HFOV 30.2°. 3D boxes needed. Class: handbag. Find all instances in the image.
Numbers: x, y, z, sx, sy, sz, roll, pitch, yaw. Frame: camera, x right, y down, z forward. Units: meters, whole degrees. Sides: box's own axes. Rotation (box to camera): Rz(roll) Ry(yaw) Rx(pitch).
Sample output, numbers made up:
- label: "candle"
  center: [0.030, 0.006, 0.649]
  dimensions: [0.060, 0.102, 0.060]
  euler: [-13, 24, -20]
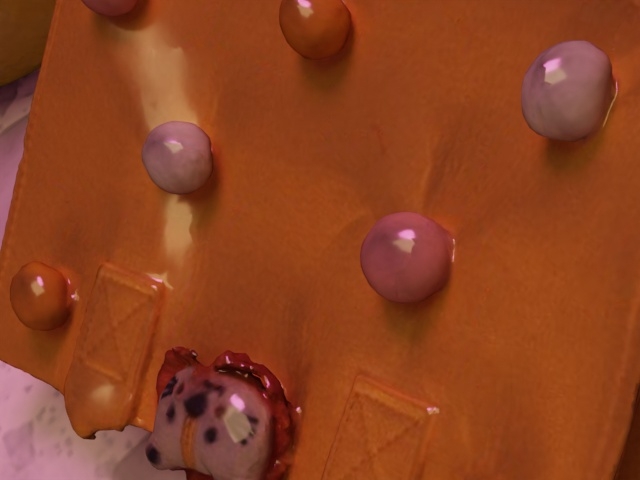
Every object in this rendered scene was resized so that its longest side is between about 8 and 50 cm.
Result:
- label: "handbag"
  center: [0.000, 0.000, 0.576]
  dimensions: [0.401, 0.133, 0.283]
  euler: [22, 98, 37]

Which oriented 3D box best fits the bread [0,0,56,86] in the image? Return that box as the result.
- label: "bread"
  center: [-0.302, -0.289, 0.803]
  dimensions: [0.348, 0.348, 0.308]
  euler: [-11, 51, 21]
